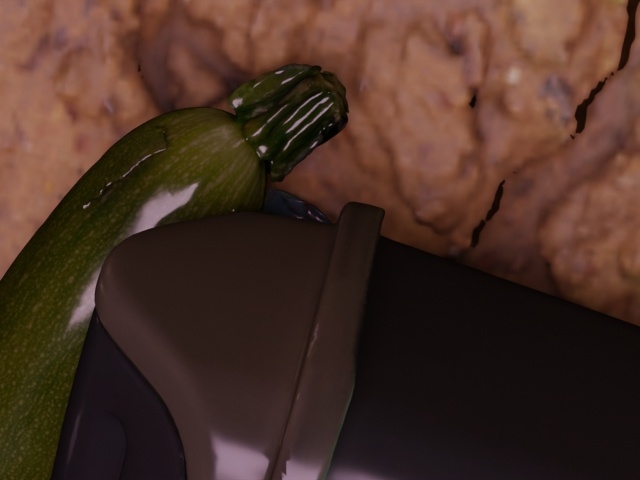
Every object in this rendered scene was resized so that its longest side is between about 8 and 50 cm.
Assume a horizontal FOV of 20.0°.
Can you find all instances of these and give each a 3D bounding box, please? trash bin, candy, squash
[{"bbox_3d":[0.049,0.117,0.610,0.290,0.182,0.209,17,117,-1],"label":"trash bin"},{"bbox_3d":[0.000,0.000,0.679,0.083,0.020,0.030,37,99,2],"label":"candy"},{"bbox_3d":[-0.100,0.059,0.679,0.080,0.071,0.318,26,105,-17],"label":"squash"}]
